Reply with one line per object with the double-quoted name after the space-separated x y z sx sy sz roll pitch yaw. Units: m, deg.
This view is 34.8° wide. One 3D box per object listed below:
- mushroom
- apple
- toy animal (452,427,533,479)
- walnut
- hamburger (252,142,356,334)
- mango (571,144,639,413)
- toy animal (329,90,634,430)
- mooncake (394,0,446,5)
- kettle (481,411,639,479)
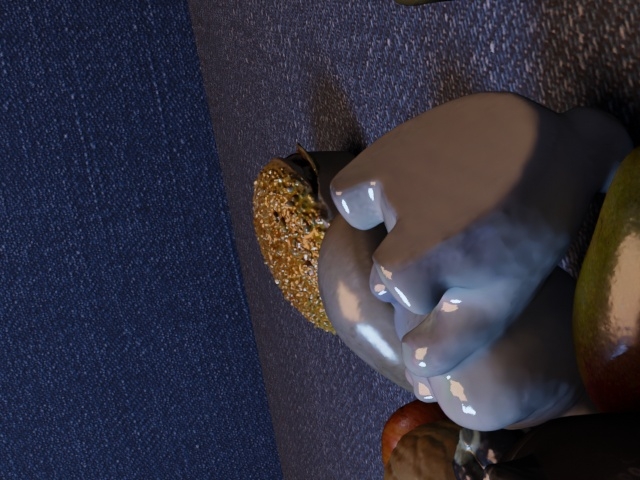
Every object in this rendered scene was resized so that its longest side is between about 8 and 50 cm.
0.128 0.037 1.099 0.243 0.243 0.244 165 90 -77 "mushroom"
0.147 0.275 1.354 0.146 0.146 0.147 165 90 -77 "apple"
0.213 0.245 0.996 0.094 0.225 0.121 -48 40 20 "toy animal"
0.167 0.292 1.165 0.213 0.213 0.213 165 90 -77 "walnut"
0.000 0.000 1.589 0.302 0.170 0.302 164 90 -77 "hamburger"
0.247 0.062 0.738 0.133 0.111 0.268 15 124 50 "mango"
0.177 0.054 0.885 0.196 0.241 0.368 -111 -2 -57 "toy animal"
0.095 -0.343 0.864 0.284 0.155 0.285 166 90 -79 "mooncake"
0.247 0.220 0.655 0.290 0.268 0.207 17 81 55 "kettle"
